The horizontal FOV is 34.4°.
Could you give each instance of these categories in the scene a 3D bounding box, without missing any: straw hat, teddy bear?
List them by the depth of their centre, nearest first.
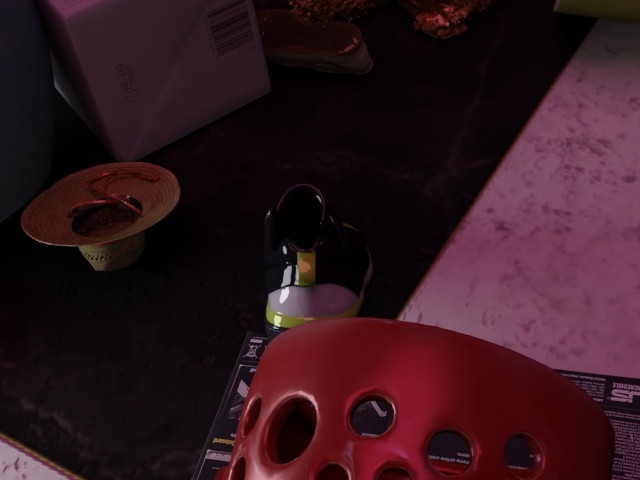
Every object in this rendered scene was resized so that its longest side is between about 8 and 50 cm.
[{"bbox_3d":[-0.181,-0.009,0.892,0.144,0.061,0.144,-5,32,3],"label":"straw hat"},{"bbox_3d":[0.042,-0.334,1.096,0.245,0.113,0.338,-30,49,-11],"label":"teddy bear"}]

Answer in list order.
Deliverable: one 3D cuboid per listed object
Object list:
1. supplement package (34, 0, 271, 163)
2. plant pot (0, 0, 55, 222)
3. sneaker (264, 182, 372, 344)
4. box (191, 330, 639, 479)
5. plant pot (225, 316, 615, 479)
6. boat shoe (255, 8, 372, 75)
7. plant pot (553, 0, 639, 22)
[{"bbox_3d":[-0.207,-0.246,1.029,0.175,0.177,0.293,-30,49,-17],"label":"supplement package"},{"bbox_3d":[-0.347,-0.105,0.902,0.290,0.195,0.290,-24,26,13],"label":"plant pot"},{"bbox_3d":[0.000,0.000,0.767,0.084,0.097,0.234,-2,19,-2],"label":"sneaker"},{"bbox_3d":[0.066,0.188,0.646,0.307,0.076,0.242,5,50,18],"label":"box"},{"bbox_3d":[0.039,0.156,0.506,0.191,0.191,0.174,5,59,18],"label":"plant pot"},{"bbox_3d":[-0.019,-0.195,1.037,0.153,0.048,0.056,12,65,31],"label":"boat shoe"},{"bbox_3d":[0.388,-0.299,0.903,0.293,0.275,0.275,17,53,8],"label":"plant pot"}]
